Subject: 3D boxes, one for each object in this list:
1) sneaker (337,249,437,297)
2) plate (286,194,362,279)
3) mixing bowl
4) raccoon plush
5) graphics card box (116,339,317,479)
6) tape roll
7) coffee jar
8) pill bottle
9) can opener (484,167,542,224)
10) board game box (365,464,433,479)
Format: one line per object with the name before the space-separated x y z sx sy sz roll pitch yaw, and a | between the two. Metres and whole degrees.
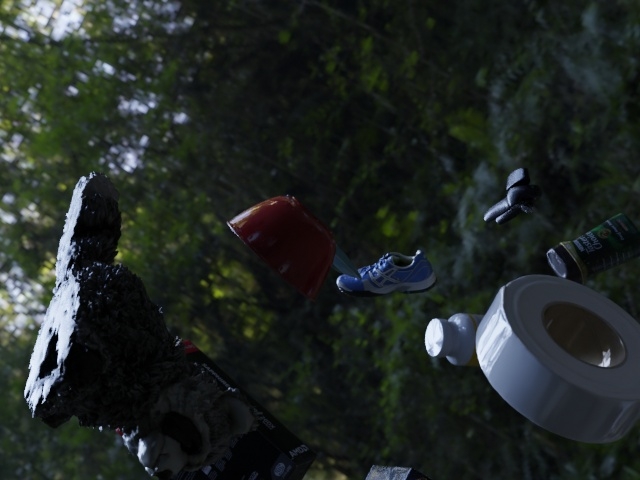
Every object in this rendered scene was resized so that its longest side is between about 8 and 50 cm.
sneaker | 0.133 0.065 2.365 0.080 0.211 0.081 -66 -36 -59
plate | 0.000 0.000 1.911 0.024 0.188 0.188 -41 -25 5
mixing bowl | -0.043 -0.003 1.727 0.098 0.181 0.181 -48 -25 2
raccoon plush | -0.230 0.123 1.650 0.216 0.299 0.446 -30 47 56
graphics card box | -0.211 0.398 2.258 0.233 0.371 0.094 -59 -23 18
tape roll | 0.390 0.180 1.798 0.286 0.286 0.100 -27 -31 -50
coffee jar | 0.560 0.023 2.336 0.184 0.096 0.079 -27 -41 -4
pill bottle | 0.302 0.195 2.230 0.184 0.103 0.103 6 -62 -22
can opener | 0.352 -0.067 2.089 0.186 0.059 0.073 118 164 -66
board game box | 0.184 0.456 2.024 0.042 0.165 0.243 -60 6 -15
